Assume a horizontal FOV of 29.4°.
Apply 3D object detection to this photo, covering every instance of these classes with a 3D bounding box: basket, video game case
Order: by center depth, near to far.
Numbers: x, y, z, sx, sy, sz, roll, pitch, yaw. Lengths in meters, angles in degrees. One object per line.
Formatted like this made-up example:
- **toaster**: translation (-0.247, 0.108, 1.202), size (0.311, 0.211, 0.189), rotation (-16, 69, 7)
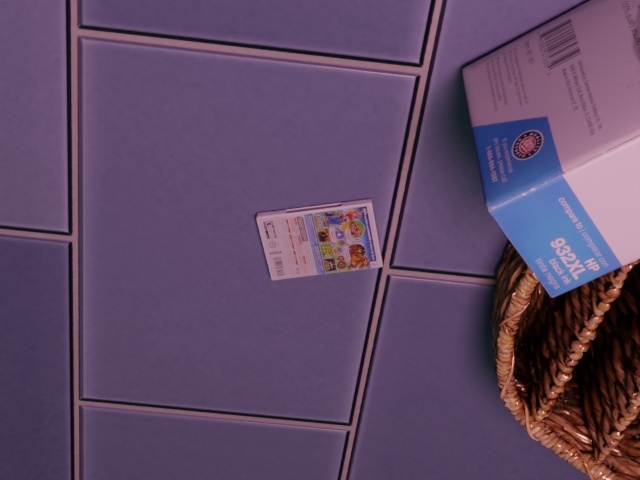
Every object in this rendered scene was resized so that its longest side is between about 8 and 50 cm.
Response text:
- **basket**: translation (0.294, 0.087, 1.216), size (0.213, 0.223, 0.299), rotation (15, 128, -10)
- **video game case**: translation (0.000, 0.000, 1.286), size (0.122, 0.011, 0.087), rotation (-7, 127, 7)

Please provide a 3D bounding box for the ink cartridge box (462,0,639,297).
- **ink cartridge box**: translation (0.293, -0.120, 1.049), size (0.307, 0.223, 0.129), rotation (-27, 124, 21)

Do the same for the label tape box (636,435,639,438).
- **label tape box**: translation (0.550, 0.227, 1.394), size (0.249, 0.115, 0.347), rotation (-36, 117, 25)
